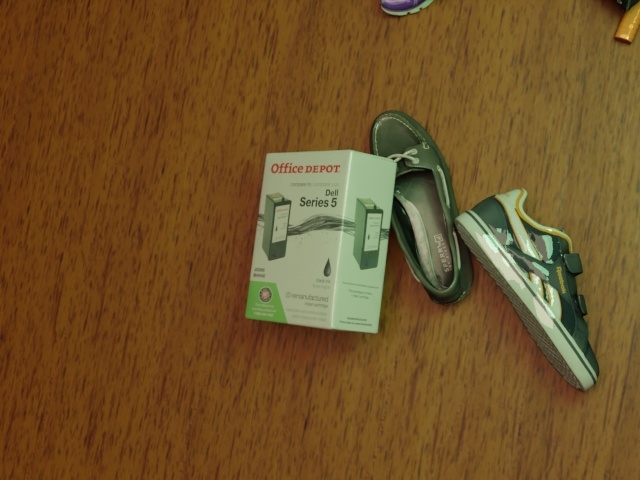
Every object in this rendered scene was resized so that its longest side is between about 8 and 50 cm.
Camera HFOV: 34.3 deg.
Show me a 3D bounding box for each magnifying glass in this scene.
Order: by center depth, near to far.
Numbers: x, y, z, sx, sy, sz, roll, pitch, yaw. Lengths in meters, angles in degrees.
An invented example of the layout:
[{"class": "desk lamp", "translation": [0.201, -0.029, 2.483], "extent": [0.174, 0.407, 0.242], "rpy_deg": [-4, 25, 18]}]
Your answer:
[{"class": "magnifying glass", "translation": [0.514, -0.416, 1.606], "extent": [0.092, 0.026, 0.231], "rpy_deg": [23, 91, 17]}]

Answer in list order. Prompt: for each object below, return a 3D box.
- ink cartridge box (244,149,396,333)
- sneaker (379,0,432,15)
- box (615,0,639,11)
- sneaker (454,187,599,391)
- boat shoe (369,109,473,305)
[{"class": "ink cartridge box", "translation": [0.000, 0.000, 1.626], "extent": [0.198, 0.115, 0.272], "rpy_deg": [2, 84, 45]}, {"class": "sneaker", "translation": [0.171, -0.424, 1.683], "extent": [0.170, 0.071, 0.068], "rpy_deg": [-21, 79, 14]}, {"class": "box", "translation": [0.479, -0.548, 1.584], "extent": [0.295, 0.073, 0.293], "rpy_deg": [-41, 72, 1]}, {"class": "sneaker", "translation": [0.341, 0.065, 1.550], "extent": [0.127, 0.126, 0.321], "rpy_deg": [-33, 85, -5]}, {"class": "boat shoe", "translation": [0.158, -0.061, 1.633], "extent": [0.112, 0.095, 0.335], "rpy_deg": [-22, 79, 13]}]
